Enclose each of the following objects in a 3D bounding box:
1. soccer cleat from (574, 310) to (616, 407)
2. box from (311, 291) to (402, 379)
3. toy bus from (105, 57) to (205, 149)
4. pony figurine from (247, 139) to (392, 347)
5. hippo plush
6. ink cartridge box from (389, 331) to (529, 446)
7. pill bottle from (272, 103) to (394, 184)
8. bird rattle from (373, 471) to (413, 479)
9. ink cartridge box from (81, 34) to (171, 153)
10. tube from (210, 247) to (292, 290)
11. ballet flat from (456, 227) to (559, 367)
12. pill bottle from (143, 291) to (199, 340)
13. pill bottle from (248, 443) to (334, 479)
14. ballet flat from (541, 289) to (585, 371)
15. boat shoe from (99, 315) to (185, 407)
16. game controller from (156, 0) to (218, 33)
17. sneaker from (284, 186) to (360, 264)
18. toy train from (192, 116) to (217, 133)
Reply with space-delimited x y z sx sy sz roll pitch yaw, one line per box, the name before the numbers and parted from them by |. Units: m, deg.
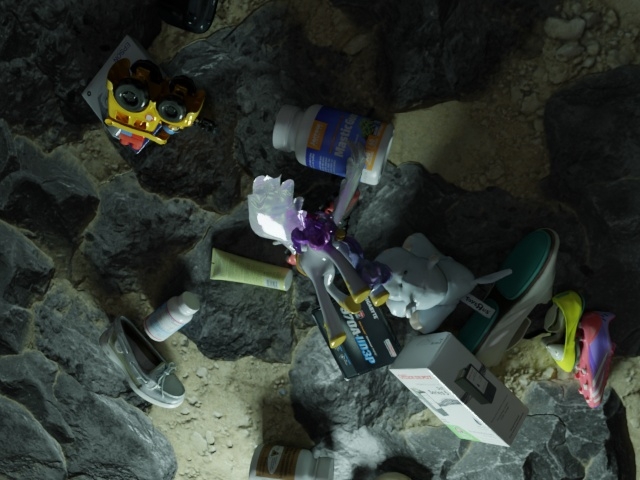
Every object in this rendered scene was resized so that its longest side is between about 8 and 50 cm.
soccer cleat | 0.679 0.292 1.189 0.095 0.083 0.247 -9 98 10
box | 0.100 0.250 1.321 0.175 0.051 0.220 -24 96 16
toy bus | -0.425 -0.318 1.229 0.220 0.149 0.211 18 128 -14
pony figurine | 0.000 0.000 1.060 0.363 0.303 0.350 54 146 27
hippo plush | 0.233 0.122 1.127 0.294 0.237 0.234 26 106 30
ink cartridge box | 0.334 0.365 1.201 0.273 0.198 0.114 44 65 -3
pill bottle | 0.030 -0.241 1.177 0.272 0.152 0.152 17 105 8
bird rattle | 0.197 0.763 1.402 0.254 0.143 0.206 33 96 17
ink cartridge box | -0.508 -0.389 1.306 0.223 0.045 0.224 -43 83 17
tube | -0.198 0.084 1.354 0.240 0.062 0.070 10 61 15
ballet flat | 0.477 0.152 1.189 0.139 0.139 0.400 29 111 5
pill bottle | -0.431 0.218 1.416 0.160 0.087 0.087 -36 92 17
pill bottle | -0.081 0.674 1.414 0.230 0.131 0.131 2 103 12
ballet flat | 0.577 0.223 1.175 0.077 0.077 0.230 -9 116 -8
boat shoe | -0.523 0.366 1.457 0.320 0.118 0.103 45 112 7
game controller | -0.312 -0.692 1.211 0.167 0.067 0.319 26 107 21
sneaker | 0.030 -0.020 1.254 0.135 0.097 0.276 38 109 3
toy train | -0.349 -0.332 1.307 0.158 0.027 0.036 25 104 6
